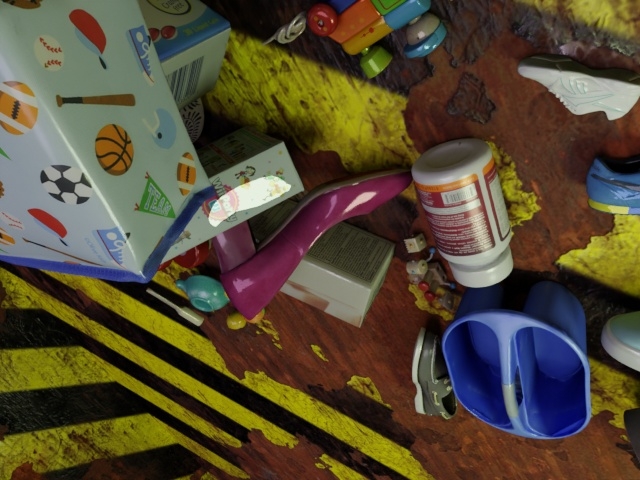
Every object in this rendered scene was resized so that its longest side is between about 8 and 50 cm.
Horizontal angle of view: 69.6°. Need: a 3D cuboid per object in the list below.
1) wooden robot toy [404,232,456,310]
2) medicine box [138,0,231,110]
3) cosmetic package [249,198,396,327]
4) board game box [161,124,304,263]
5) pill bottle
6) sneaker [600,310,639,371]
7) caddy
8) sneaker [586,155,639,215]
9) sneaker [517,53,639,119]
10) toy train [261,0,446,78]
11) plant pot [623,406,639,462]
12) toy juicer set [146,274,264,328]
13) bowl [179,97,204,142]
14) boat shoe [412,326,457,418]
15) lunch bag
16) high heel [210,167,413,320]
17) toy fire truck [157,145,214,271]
[{"bbox_3d":[0.195,0.069,0.903,0.079,0.076,0.173,-8,122,50],"label":"wooden robot toy"},{"bbox_3d":[-0.346,-0.333,0.744,0.289,0.263,0.149,36,137,0],"label":"medicine box"},{"bbox_3d":[-0.016,0.034,0.944,0.296,0.153,0.129,24,136,14],"label":"cosmetic package"},{"bbox_3d":[-0.211,-0.084,0.799,0.224,0.303,0.098,41,158,59],"label":"board game box"},{"bbox_3d":[0.234,-0.040,0.737,0.121,0.121,0.221,-4,124,35],"label":"pill bottle"},{"bbox_3d":[0.605,0.112,0.642,0.365,0.135,0.150,-2,119,23],"label":"sneaker"},{"bbox_3d":[0.364,0.230,0.853,0.241,0.179,0.342,1,127,33],"label":"caddy"},{"bbox_3d":[0.464,-0.077,0.596,0.209,0.069,0.082,7,127,29],"label":"sneaker"},{"bbox_3d":[0.325,-0.195,0.591,0.152,0.054,0.061,22,139,14],"label":"sneaker"},{"bbox_3d":[0.044,-0.293,0.661,0.248,0.105,0.143,-18,129,42],"label":"toy train"},{"bbox_3d":[0.693,0.346,0.723,0.256,0.256,0.274,45,120,-10],"label":"plant pot"},{"bbox_3d":[-0.299,0.168,1.301,0.328,0.090,0.209,-6,137,26],"label":"toy juicer set"},{"bbox_3d":[-0.322,-0.259,0.911,0.170,0.080,0.170,16,125,23],"label":"bowl"},{"bbox_3d":[0.263,0.305,1.041,0.091,0.109,0.305,9,138,25],"label":"boat shoe"},{"bbox_3d":[-0.370,-0.145,0.562,0.385,0.239,0.328,2,129,21],"label":"lunch bag"},{"bbox_3d":[0.000,0.000,0.813,0.376,0.127,0.182,-19,101,6],"label":"high heel"},{"bbox_3d":[-0.315,-0.078,1.045,0.302,0.169,0.254,-7,104,36],"label":"toy fire truck"}]
